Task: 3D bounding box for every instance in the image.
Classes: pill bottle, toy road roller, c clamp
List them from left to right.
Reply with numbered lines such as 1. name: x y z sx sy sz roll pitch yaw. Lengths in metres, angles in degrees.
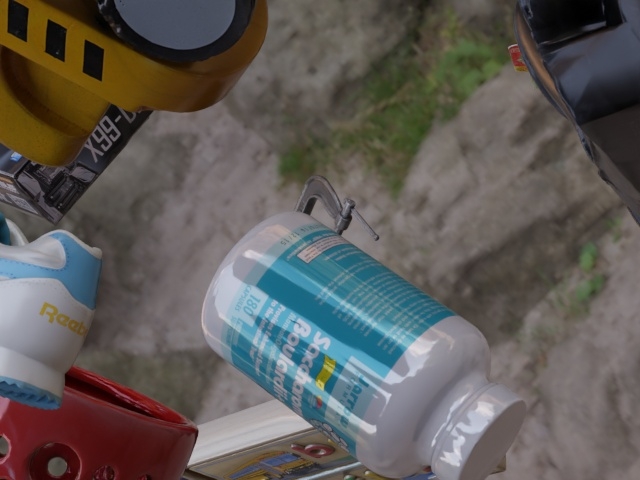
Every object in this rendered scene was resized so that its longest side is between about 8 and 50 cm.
1. toy road roller: -0.184 -0.192 0.879 0.240 0.329 0.202 -50 19 39
2. c clamp: 0.000 0.000 1.659 0.137 0.022 0.161 60 139 31
3. pill bottle: 0.038 0.097 1.194 0.264 0.146 0.146 34 84 26

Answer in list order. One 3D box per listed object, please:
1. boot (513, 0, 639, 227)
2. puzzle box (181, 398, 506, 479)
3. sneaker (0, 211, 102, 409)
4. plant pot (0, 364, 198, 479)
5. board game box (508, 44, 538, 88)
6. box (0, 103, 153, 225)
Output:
1. boot: 0.257 -0.198 1.402 0.146 0.445 0.367 -37 65 13
2. puzzle box: -0.013 0.270 1.770 0.409 0.272 0.052 -23 54 35
3. sneaker: -0.215 0.018 0.782 0.228 0.087 0.092 16 76 27
4. plant pot: -0.205 0.173 1.011 0.191 0.191 0.174 21 85 50
5. board game box: 0.378 -0.231 1.866 0.259 0.124 0.039 1 80 13
6. box: -0.254 -0.173 1.459 0.242 0.076 0.307 20 63 45
